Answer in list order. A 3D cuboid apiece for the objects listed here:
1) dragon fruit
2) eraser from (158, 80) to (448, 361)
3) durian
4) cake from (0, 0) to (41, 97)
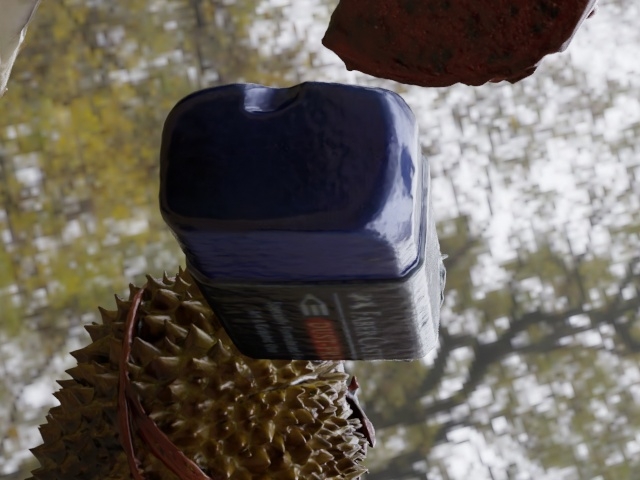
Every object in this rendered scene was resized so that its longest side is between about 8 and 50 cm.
[{"bbox_3d":[0.162,-0.262,1.445,0.205,0.152,0.317,35,-55,9],"label":"dragon fruit"},{"bbox_3d":[0.000,0.000,1.080,0.332,0.155,0.101,70,21,-72],"label":"eraser"},{"bbox_3d":[-0.110,0.191,1.577,0.347,0.347,0.384,57,-35,35],"label":"durian"},{"bbox_3d":[-0.206,-0.225,0.580,0.290,0.282,0.256,115,-30,-48],"label":"cake"}]
